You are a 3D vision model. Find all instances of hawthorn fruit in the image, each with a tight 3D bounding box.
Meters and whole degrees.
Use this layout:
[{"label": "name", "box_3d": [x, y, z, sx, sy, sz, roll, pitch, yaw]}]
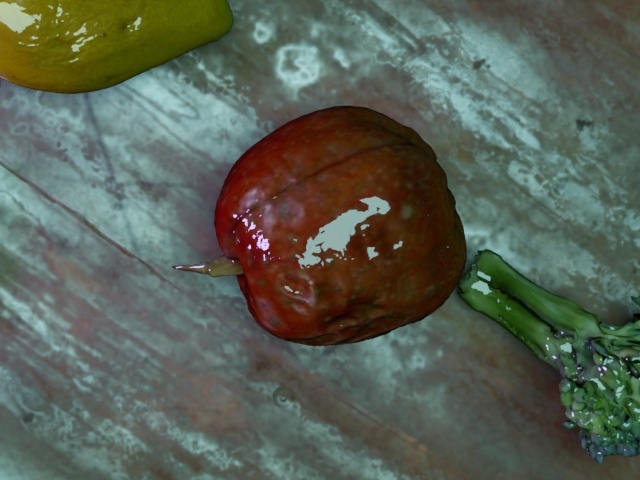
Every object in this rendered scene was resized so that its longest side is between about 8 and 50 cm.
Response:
[{"label": "hawthorn fruit", "box_3d": [0.022, -0.008, 1.829, 0.262, 0.258, 0.258, -33, 97, -36]}]

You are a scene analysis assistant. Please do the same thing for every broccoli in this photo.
[{"label": "broccoli", "box_3d": [0.264, 0.132, 1.901, 0.275, 0.198, 0.177, 23, 132, -3]}]

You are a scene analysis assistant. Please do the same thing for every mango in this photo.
[{"label": "mango", "box_3d": [-0.247, -0.241, 1.840, 0.317, 0.119, 0.176, -5, 83, -15]}]
